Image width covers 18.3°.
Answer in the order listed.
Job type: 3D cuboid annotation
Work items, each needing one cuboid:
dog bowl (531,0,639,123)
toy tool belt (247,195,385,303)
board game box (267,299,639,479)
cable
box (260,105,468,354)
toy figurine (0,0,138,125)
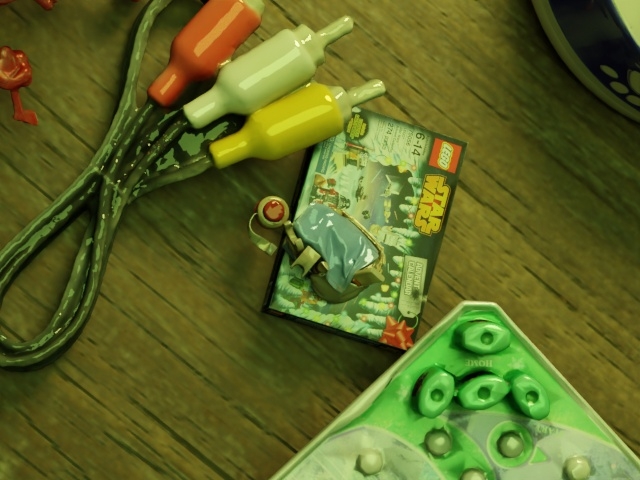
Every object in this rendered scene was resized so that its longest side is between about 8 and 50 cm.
[{"bbox_3d":[0.263,-0.197,1.231,0.264,0.104,0.265,0,90,-16],"label":"dog bowl"},{"bbox_3d":[0.000,0.000,1.158,0.083,0.051,0.052,39,76,-4],"label":"toy tool belt"},{"bbox_3d":[0.081,0.301,1.125,0.390,0.050,0.390,-43,93,-2],"label":"board game box"},{"bbox_3d":[-0.107,-0.054,1.159,0.287,0.072,0.139,-40,88,-15],"label":"cable"},{"bbox_3d":[0.027,-0.009,1.207,0.094,0.027,0.137,17,79,-11],"label":"box"},{"bbox_3d":[-0.074,-0.237,1.079,0.191,0.217,0.362,48,68,-29],"label":"toy figurine"}]
